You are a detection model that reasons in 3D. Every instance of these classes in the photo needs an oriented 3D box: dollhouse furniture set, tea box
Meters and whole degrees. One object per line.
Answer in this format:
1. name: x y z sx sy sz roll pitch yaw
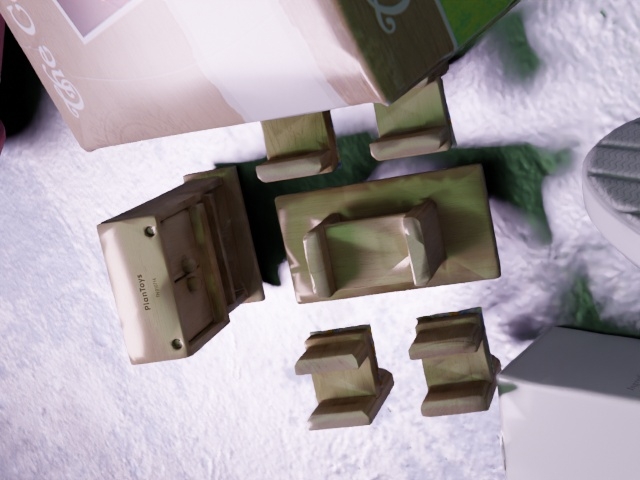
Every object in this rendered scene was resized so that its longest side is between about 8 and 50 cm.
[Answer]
1. dollhouse furniture set: 0.000 0.000 0.790 0.242 0.161 0.212 -9 101 17
2. tea box: -0.015 -0.259 0.474 0.220 0.323 0.329 -1 124 51

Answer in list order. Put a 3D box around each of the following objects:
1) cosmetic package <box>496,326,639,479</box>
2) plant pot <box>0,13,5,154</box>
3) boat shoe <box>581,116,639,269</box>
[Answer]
1. cosmetic package: 0.229 0.132 0.696 0.231 0.085 0.117 9 116 36
2. plant pot: -0.338 -0.150 0.927 0.201 0.201 0.180 31 110 22
3. boat shoe: 0.282 0.031 0.584 0.335 0.121 0.119 26 153 40
